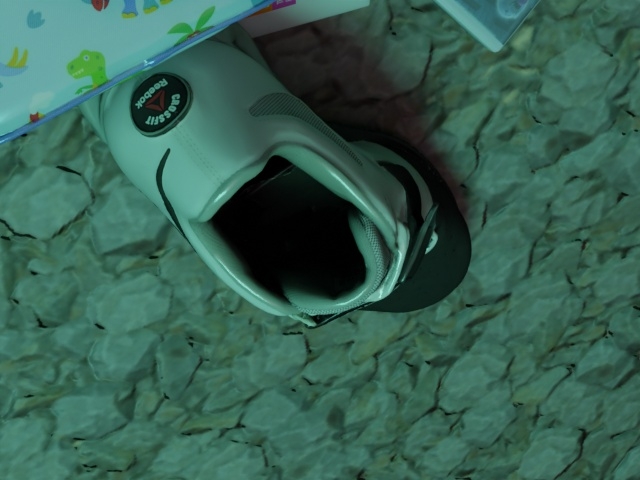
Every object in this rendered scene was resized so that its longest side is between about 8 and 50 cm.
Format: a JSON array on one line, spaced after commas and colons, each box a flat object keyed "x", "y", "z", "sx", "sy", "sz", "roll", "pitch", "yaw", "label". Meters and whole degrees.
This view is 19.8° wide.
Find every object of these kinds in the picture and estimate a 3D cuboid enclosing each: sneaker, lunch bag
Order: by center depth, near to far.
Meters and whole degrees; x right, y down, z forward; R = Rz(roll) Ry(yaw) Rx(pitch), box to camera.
[{"x": -0.121, "y": -0.157, "z": 0.830, "sx": 0.219, "sy": 0.090, "sz": 0.176, "roll": -28, "pitch": 111, "yaw": -5, "label": "lunch bag"}, {"x": 0.000, "y": 0.000, "z": 1.005, "sx": 0.122, "sy": 0.146, "sz": 0.330, "roll": -44, "pitch": 143, "yaw": 13, "label": "sneaker"}]

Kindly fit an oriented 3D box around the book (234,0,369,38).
[{"x": -0.044, "y": -0.147, "z": 0.950, "sx": 0.144, "sy": 0.035, "sz": 0.096, "roll": -18, "pitch": 135, "yaw": -16, "label": "book"}]

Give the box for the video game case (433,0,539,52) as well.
[{"x": 0.090, "y": -0.212, "z": 0.946, "sx": 0.173, "sy": 0.022, "sz": 0.190, "roll": -51, "pitch": 133, "yaw": 4, "label": "video game case"}]
